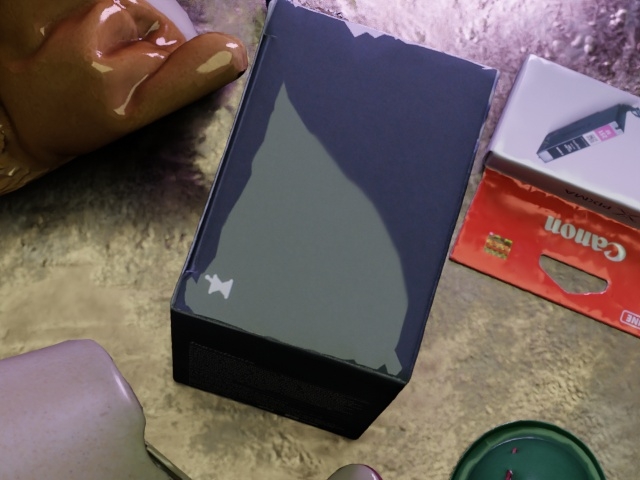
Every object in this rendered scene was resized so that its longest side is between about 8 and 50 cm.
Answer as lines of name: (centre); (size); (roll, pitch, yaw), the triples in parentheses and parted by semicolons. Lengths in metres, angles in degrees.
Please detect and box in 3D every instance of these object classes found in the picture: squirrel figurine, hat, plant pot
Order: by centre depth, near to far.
plant pot: (-0.296, 0.237, 1.292); (0.305, 0.334, 0.334); (-21, 78, -21)
hat: (0.215, 0.266, 1.500); (0.173, 0.183, 0.208); (33, 76, 4)
squirrel figurine: (-0.304, -0.261, 1.518); (0.397, 0.281, 0.370); (-26, 99, 6)

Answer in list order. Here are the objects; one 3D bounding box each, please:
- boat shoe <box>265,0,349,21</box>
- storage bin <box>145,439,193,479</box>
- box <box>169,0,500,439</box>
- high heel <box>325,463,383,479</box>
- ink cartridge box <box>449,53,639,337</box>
boat shoe: (0.000, -0.221, 1.673); (0.066, 0.066, 0.183); (-27, 90, -16)
storage bin: (-0.206, 0.341, 1.480); (0.262, 0.123, 0.260); (39, 75, 6)
box: (0.000, 0.000, 1.441); (0.212, 0.395, 0.293); (18, 76, 0)
high heel: (0.024, 0.410, 1.459); (0.127, 0.181, 0.377); (7, 75, 17)
ink cartridge box: (0.307, -0.043, 1.652); (0.275, 0.060, 0.239); (22, 74, 1)
